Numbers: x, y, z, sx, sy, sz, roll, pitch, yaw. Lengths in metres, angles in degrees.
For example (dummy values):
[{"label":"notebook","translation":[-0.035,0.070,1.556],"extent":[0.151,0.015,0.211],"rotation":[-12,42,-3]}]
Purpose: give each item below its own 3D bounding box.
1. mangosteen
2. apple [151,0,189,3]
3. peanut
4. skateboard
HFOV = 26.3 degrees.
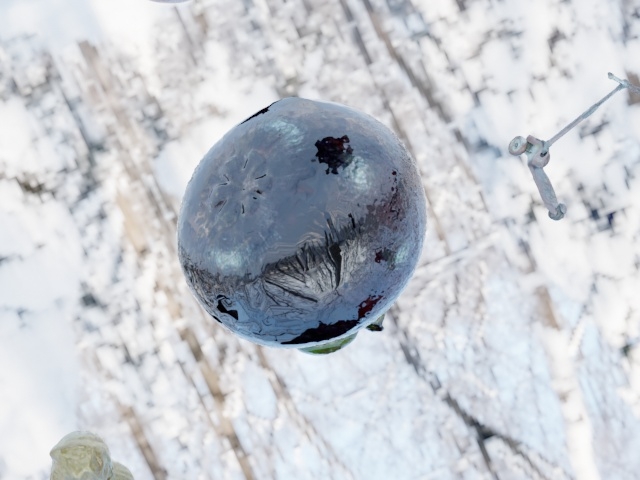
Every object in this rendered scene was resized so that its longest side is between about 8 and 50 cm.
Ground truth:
[{"label":"mangosteen","translation":[-0.004,-0.011,1.149],"extent":[0.216,0.216,0.216],"rotation":[-23,-170,4]},{"label":"apple","translation":[-0.170,-0.345,1.557],"extent":[0.153,0.153,0.120],"rotation":[-28,-155,-24]},{"label":"peanut","translation":[-0.274,0.289,1.644],"extent":[0.093,0.194,0.083],"rotation":[20,-119,14]},{"label":"skateboard","translation":[0.158,-0.058,0.819],"extent":[0.083,0.032,0.063],"rotation":[-43,-135,29]}]
